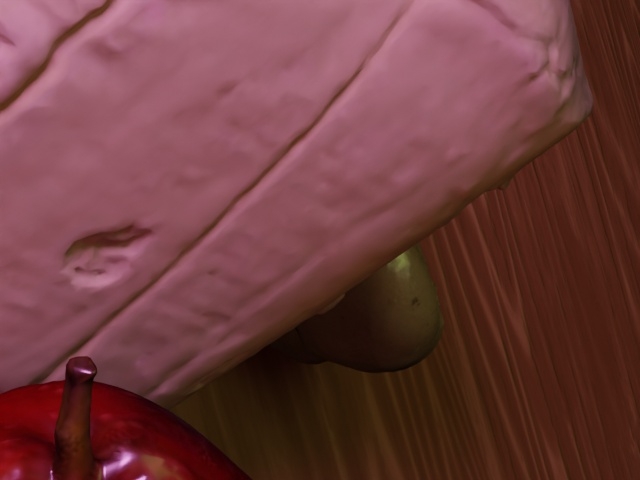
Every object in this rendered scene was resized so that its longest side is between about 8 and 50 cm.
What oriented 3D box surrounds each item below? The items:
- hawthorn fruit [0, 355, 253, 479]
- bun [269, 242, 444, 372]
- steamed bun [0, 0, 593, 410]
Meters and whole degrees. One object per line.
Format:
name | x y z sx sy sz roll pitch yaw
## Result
hawthorn fruit | -0.122 0.156 0.813 0.230 0.210 0.266 -51 151 -45
bun | 0.000 0.000 1.272 0.231 0.133 0.231 -22 90 -90
steamed bun | -0.102 -0.135 0.876 0.456 0.371 0.290 33 25 -53
